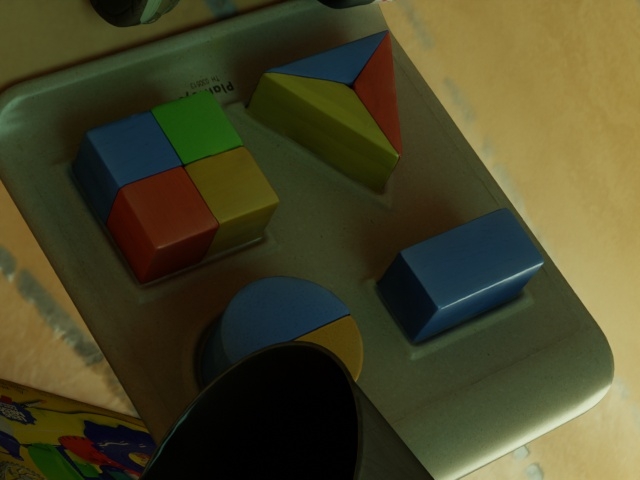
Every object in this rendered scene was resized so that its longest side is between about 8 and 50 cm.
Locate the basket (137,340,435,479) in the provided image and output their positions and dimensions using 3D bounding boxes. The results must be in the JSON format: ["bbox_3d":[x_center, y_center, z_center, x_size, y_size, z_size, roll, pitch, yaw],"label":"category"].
[{"bbox_3d":[0.017,0.200,0.906,0.227,0.154,0.204,43,60,-39],"label":"basket"}]

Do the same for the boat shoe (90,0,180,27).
[{"bbox_3d":[-0.084,-0.222,1.028,0.072,0.068,0.190,-16,144,-53],"label":"boat shoe"}]

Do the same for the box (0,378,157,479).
[{"bbox_3d":[-0.141,0.239,1.077,0.290,0.279,0.177,24,98,-46],"label":"box"}]

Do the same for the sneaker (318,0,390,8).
[{"bbox_3d":[0.067,-0.294,1.107,0.145,0.090,0.270,-16,125,-36],"label":"sneaker"}]

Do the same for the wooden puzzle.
[{"bbox_3d":[0.000,0.000,1.060,0.322,0.348,0.080,-22,163,-31],"label":"wooden puzzle"}]
